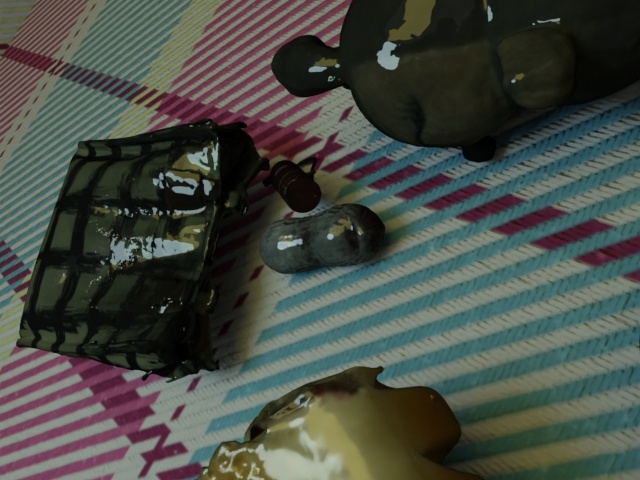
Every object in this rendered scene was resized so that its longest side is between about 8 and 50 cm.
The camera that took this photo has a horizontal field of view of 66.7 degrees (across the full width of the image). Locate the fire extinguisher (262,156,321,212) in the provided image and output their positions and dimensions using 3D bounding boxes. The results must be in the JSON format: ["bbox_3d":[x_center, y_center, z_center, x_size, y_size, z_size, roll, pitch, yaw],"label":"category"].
[{"bbox_3d":[-0.031,-0.079,0.622,0.078,0.045,0.157,-32,22,-3],"label":"fire extinguisher"}]

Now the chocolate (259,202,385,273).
[{"bbox_3d":[0.000,0.000,0.570,0.167,0.072,0.072,-13,63,31],"label":"chocolate"}]

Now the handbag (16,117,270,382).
[{"bbox_3d":[-0.247,0.012,0.664,0.326,0.162,0.326,-2,71,36],"label":"handbag"}]

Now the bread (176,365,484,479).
[{"bbox_3d":[0.012,0.264,0.366,0.315,0.211,0.270,-43,62,15],"label":"bread"}]

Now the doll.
[{"bbox_3d":[0.144,-0.263,0.451,0.382,0.252,0.379,3,101,38],"label":"doll"}]
